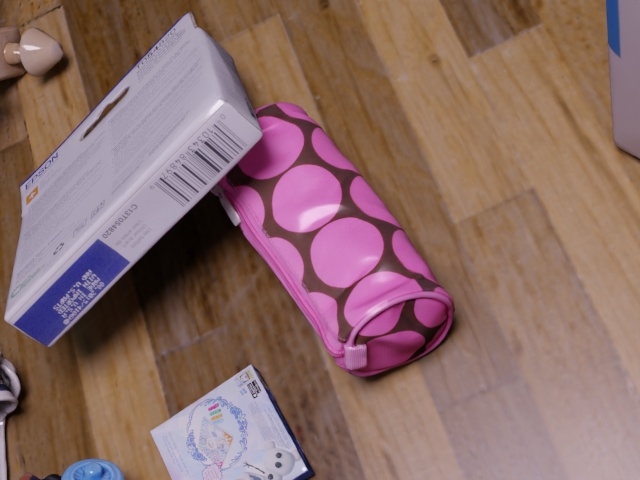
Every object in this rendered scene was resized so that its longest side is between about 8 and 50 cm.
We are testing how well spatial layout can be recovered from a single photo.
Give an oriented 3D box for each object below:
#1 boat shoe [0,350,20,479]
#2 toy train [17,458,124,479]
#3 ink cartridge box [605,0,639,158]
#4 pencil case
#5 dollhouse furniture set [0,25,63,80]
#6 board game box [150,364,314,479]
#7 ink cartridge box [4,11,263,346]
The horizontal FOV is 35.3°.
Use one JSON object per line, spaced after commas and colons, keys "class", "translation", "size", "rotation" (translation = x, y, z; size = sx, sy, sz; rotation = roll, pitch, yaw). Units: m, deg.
{"class": "boat shoe", "translation": [-0.270, 0.119, 0.766], "size": [0.084, 0.095, 0.258], "rotation": [-11, 75, 10]}
{"class": "toy train", "translation": [-0.134, 0.212, 0.654], "size": [0.184, 0.105, 0.080], "rotation": [21, 119, 25]}
{"class": "ink cartridge box", "translation": [0.346, -0.228, 0.580], "size": [0.166, 0.285, 0.395], "rotation": [36, 83, 27]}
{"class": "pencil case", "translation": [0.000, 0.000, 0.716], "size": [0.098, 0.095, 0.209], "rotation": [-19, 54, -30]}
{"class": "dollhouse furniture set", "translation": [-0.271, -0.265, 0.766], "size": [0.173, 0.355, 0.303], "rotation": [1, 107, 20]}
{"class": "board game box", "translation": [-0.064, 0.150, 0.712], "size": [0.090, 0.020, 0.090], "rotation": [-33, 62, 3]}
{"class": "ink cartridge box", "translation": [-0.148, -0.057, 0.768], "size": [0.223, 0.045, 0.224], "rotation": [-43, 29, 12]}
